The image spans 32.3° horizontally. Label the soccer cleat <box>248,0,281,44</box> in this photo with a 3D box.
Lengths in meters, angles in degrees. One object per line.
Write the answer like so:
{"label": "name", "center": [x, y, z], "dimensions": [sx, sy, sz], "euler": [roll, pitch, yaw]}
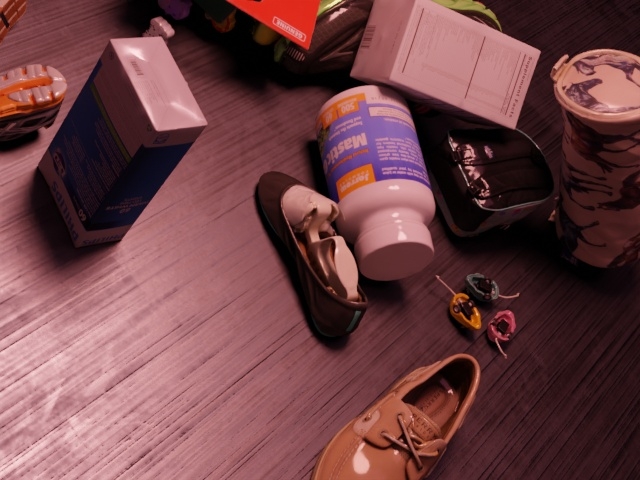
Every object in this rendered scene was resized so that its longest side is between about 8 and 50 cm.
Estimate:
{"label": "soccer cleat", "center": [-0.030, -0.408, 1.854], "dimensions": [0.121, 0.093, 0.289], "euler": [34, 44, -8]}

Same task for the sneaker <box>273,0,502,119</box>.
{"label": "sneaker", "center": [0.146, -0.310, 1.849], "dimensions": [0.483, 0.185, 0.202], "euler": [-4, 63, -34]}

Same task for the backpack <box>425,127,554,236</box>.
{"label": "backpack", "center": [0.278, -0.099, 1.808], "dimensions": [0.188, 0.144, 0.165], "euler": [-14, 67, -27]}

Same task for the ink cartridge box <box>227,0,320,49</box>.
{"label": "ink cartridge box", "center": [-0.089, -0.450, 1.638], "dimensions": [0.275, 0.060, 0.238], "euler": [28, 56, -24]}

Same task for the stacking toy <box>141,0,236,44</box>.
{"label": "stacking toy", "center": [-0.254, -0.394, 1.717], "dimensions": [0.221, 0.052, 0.167], "euler": [49, 42, 7]}

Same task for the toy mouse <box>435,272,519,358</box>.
{"label": "toy mouse", "center": [0.259, 0.108, 1.723], "dimensions": [0.143, 0.031, 0.161], "euler": [-21, 72, -43]}

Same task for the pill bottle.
{"label": "pill bottle", "center": [0.086, -0.083, 1.652], "dimensions": [0.152, 0.152, 0.272], "euler": [10, 53, -31]}

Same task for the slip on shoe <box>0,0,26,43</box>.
{"label": "slip on shoe", "center": [-0.453, -0.298, 1.504], "dimensions": [0.041, 0.051, 0.135], "euler": [9, 50, 21]}

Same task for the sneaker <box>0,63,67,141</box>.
{"label": "sneaker", "center": [-0.425, -0.156, 1.392], "dimensions": [0.215, 0.083, 0.084], "euler": [-13, 61, -22]}

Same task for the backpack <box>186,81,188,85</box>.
{"label": "backpack", "center": [-0.235, -0.181, 1.527], "dimensions": [0.084, 0.105, 0.114], "euler": [24, 52, -19]}

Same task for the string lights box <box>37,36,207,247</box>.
{"label": "string lights box", "center": [-0.250, -0.115, 1.353], "dimensions": [0.077, 0.259, 0.133], "euler": [-13, 68, -41]}

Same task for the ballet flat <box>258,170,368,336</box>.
{"label": "ballet flat", "center": [0.000, 0.000, 1.567], "dimensions": [0.095, 0.096, 0.280], "euler": [-9, 64, -38]}

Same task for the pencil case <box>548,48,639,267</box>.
{"label": "pencil case", "center": [0.453, -0.126, 1.779], "dimensions": [0.184, 0.410, 0.159], "euler": [11, 56, 21]}

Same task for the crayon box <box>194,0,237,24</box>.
{"label": "crayon box", "center": [-0.162, -0.566, 1.745], "dimensions": [0.313, 0.106, 0.363], "euler": [44, 50, -13]}

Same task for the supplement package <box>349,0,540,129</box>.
{"label": "supplement package", "center": [0.196, -0.276, 1.731], "dimensions": [0.244, 0.134, 0.139], "euler": [18, 92, -28]}

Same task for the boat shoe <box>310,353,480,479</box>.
{"label": "boat shoe", "center": [0.101, 0.256, 1.438], "dimensions": [0.121, 0.110, 0.341], "euler": [44, 43, 0]}
